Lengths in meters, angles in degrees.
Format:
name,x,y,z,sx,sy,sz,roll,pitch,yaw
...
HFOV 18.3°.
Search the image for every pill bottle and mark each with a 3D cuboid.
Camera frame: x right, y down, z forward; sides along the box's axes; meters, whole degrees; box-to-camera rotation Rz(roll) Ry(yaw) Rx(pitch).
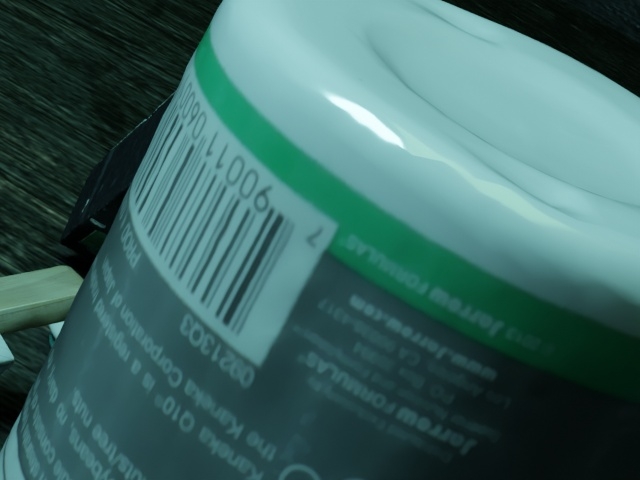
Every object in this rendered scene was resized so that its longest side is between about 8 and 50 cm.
name,x,y,z,sx,sy,sz,roll,pitch,yaw
pill bottle,-0.013,0.108,0.668,0.204,0.361,0.204,24,21,-10

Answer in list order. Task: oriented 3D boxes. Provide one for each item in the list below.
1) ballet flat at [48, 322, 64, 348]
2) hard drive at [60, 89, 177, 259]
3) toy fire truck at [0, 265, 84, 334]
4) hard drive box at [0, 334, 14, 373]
name,x,y,z,sx,sy,sz,roll,pitch,yaw
ballet flat,0.014,0.106,1.046,0.400,0.139,0.139,40,23,31
hard drive,0.000,0.000,1.108,0.237,0.064,0.339,26,-16,-12
toy fire truck,-0.257,-0.014,1.005,0.246,0.158,0.217,40,18,-32
hard drive box,-0.255,-0.014,0.771,0.232,0.089,0.181,57,28,12
